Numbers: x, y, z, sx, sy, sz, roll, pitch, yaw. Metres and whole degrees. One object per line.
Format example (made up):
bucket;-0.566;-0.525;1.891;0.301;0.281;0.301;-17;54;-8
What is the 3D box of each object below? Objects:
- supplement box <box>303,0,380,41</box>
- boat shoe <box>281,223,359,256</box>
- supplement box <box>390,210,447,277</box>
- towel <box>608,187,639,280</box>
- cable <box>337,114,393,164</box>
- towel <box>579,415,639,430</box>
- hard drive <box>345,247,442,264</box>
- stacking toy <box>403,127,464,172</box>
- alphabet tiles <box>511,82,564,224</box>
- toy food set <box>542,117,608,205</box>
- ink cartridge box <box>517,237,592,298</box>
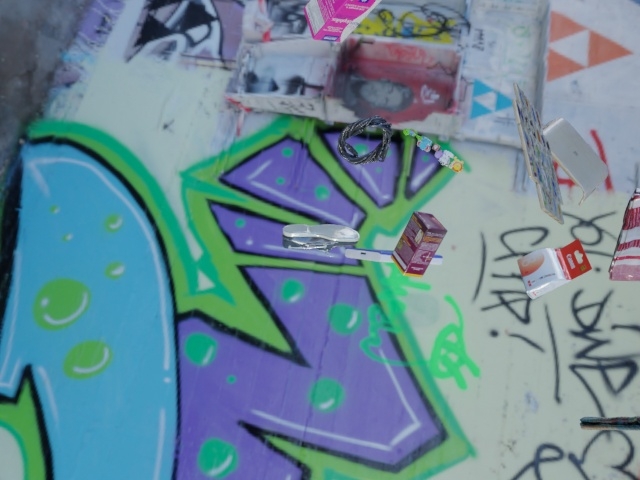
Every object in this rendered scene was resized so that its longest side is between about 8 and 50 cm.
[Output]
supplement box;0.062;-0.669;1.750;0.220;0.111;0.113;-31;-109;53
boat shoe;0.000;0.000;2.052;0.095;0.255;0.079;-99;-169;-60
supplement box;0.315;0.013;2.006;0.188;0.081;0.104;-66;-147;27
towel;0.842;0.005;1.491;0.329;0.237;0.037;74;27;-49
cable;0.127;-0.288;1.764;0.184;0.151;0.047;101;-5;-54
towel;0.783;0.382;1.313;0.271;0.371;0.040;102;-11;-72
hard drive;0.285;0.061;2.414;0.319;0.210;0.040;4;91;-36
stacking toy;0.405;-0.325;2.240;0.052;0.221;0.167;-57;157;12
alphabet tiles;0.489;-0.187;1.391;0.343;0.011;0.285;12;66;-58
toy food set;0.902;-0.294;2.285;0.220;0.306;0.092;-34;171;-37
ink cartridge box;0.650;0.069;1.743;0.045;0.179;0.145;42;29;-23
